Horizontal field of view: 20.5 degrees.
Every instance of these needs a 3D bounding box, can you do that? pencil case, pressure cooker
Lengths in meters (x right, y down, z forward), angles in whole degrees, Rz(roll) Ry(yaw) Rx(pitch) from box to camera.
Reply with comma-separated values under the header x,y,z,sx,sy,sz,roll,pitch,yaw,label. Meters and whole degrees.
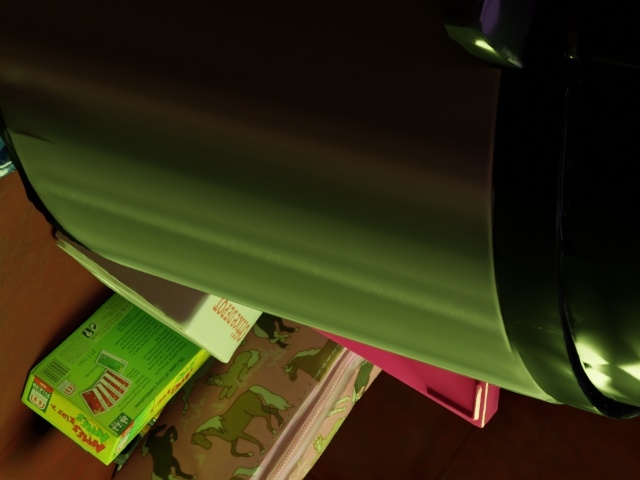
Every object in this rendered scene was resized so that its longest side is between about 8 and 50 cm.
x,y,z,sx,sy,sz,roll,pitch,yaw,label
-0.059,0.168,1.586,0.386,0.167,0.160,-55,161,-21,pencil case
0.099,-0.117,0.782,0.370,0.420,0.375,-51,145,-35,pressure cooker

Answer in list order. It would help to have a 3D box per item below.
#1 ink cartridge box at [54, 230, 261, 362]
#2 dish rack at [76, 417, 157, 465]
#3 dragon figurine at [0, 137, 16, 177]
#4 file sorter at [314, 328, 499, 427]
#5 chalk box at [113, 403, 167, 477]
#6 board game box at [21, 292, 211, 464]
x,y,z,sx,sy,sz,roll,pitch,yaw,label
-0.047,-0.071,1.364,0.306,0.131,0.226,-56,170,-5,ink cartridge box
-0.133,0.098,1.706,0.271,0.074,0.208,-55,172,-12,dish rack
-0.188,-0.046,0.875,0.144,0.085,0.289,-50,165,-19,dragon figurine
0.084,-0.068,1.174,0.182,0.202,0.291,-42,149,-33,file sorter
-0.144,0.255,1.995,0.132,0.132,0.213,-48,169,-37,chalk box
-0.159,0.097,1.496,0.181,0.092,0.043,-47,168,-43,board game box
